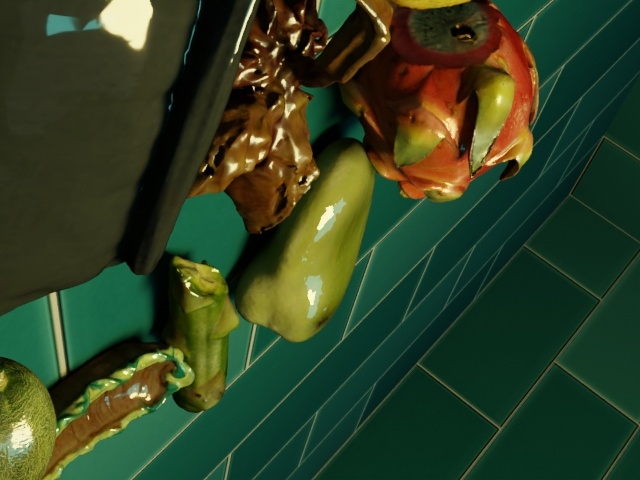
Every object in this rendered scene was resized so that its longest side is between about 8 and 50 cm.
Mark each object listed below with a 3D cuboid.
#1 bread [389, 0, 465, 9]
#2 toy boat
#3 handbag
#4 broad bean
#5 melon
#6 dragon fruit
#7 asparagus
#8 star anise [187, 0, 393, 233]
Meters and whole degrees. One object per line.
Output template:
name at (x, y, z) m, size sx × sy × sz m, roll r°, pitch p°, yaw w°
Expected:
bread at (0.133, -0.288, 0.755) m, size 0.268 × 0.145 × 0.268 m, roll -20°, pitch 175°, yaw -2°
toy boat at (-0.241, 0.191, 0.962) m, size 0.293 × 0.099 × 0.108 m, roll -45°, pitch 163°, yaw -51°
handbag at (-0.114, -0.099, 0.489) m, size 0.275 × 0.178 × 0.301 m, roll -18°, pitch 143°, yaw -46°
broad bean at (0.000, 0.000, 1.175) m, size 0.263 × 0.121 × 0.189 m, roll -61°, pitch 166°, yaw 20°
melon at (-0.272, 0.158, 0.767) m, size 0.114 × 0.114 × 0.167 m, roll -31°, pitch 153°, yaw -52°
dragon fruit at (0.132, -0.151, 1.054) m, size 0.224 × 0.224 × 0.227 m, roll -44°, pitch 143°, yaw -27°
asparagus at (-0.138, 0.102, 1.086) m, size 0.085 × 0.082 × 0.343 m, roll -24°, pitch 152°, yaw -21°
star anise at (-0.050, -0.126, 0.723) m, size 0.237 × 0.148 × 0.346 m, roll -45°, pitch 172°, yaw -31°
